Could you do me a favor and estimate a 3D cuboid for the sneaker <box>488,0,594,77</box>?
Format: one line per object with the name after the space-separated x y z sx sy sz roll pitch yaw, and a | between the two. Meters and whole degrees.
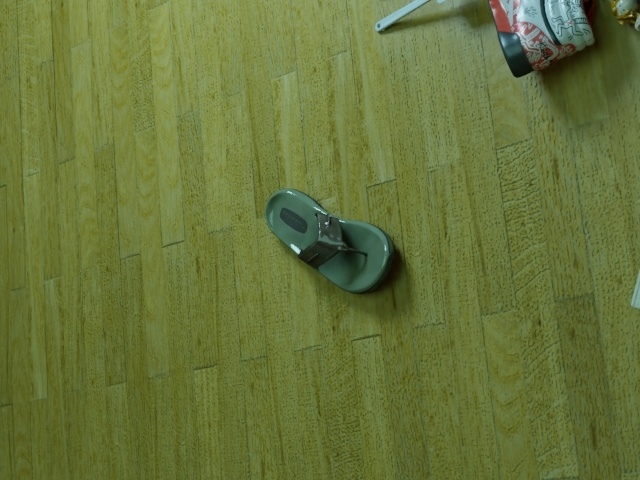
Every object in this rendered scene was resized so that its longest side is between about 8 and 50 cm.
0.322 -0.374 1.601 0.145 0.090 0.270 -20 58 16 | sneaker

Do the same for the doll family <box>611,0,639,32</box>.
0.446 -0.388 1.483 0.163 0.118 0.263 -46 71 38 | doll family

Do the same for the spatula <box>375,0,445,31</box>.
0.157 -0.443 1.748 0.242 0.019 0.168 -21 71 48 | spatula

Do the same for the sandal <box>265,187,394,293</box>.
-0.001 0.001 1.801 0.303 0.086 0.120 27 101 38 | sandal

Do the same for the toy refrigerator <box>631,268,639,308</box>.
0.497 -0.029 1.396 0.102 0.094 0.269 16 95 39 | toy refrigerator
